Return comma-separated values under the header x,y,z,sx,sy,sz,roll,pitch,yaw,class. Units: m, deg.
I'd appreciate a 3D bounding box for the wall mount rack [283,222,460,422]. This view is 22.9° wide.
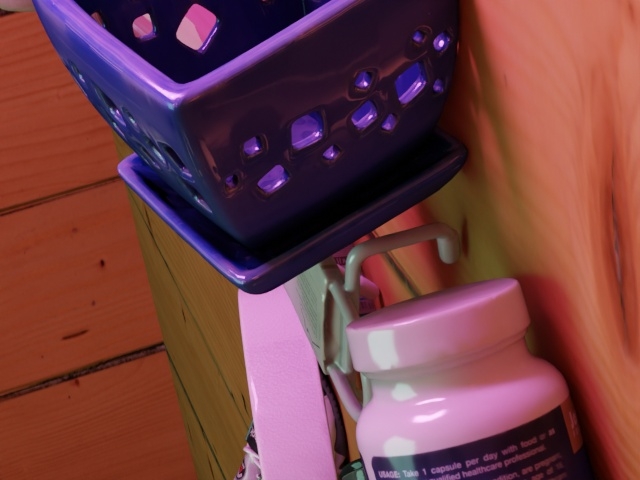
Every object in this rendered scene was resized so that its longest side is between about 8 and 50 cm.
x,y,z,sx,sy,sz,roll,pitch,yaw,class
0.031,0.033,1.366,0.304,0.130,0.350,90,161,-47,wall mount rack

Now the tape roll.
x,y,z,sx,sy,sz,roll,pitch,yaw,class
-0.021,0.230,1.597,0.392,0.072,0.392,170,90,-89,tape roll

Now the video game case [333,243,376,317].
x,y,z,sx,sy,sz,roll,pitch,yaw,class
0.000,0.000,1.550,0.119,0.015,0.166,-2,-108,-63,video game case

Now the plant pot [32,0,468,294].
x,y,z,sx,sy,sz,roll,pitch,yaw,class
-0.040,-0.114,1.144,0.236,0.236,0.212,38,153,46,plant pot

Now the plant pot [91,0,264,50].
x,y,z,sx,sy,sz,roll,pitch,yaw,class
-0.114,-0.242,1.511,0.180,0.201,0.201,51,160,23,plant pot

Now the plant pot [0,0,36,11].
x,y,z,sx,sy,sz,roll,pitch,yaw,class
-0.287,-0.407,1.532,0.305,0.333,0.334,103,151,-42,plant pot

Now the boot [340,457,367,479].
x,y,z,sx,sy,sz,roll,pitch,yaw,class
0.075,0.316,1.592,0.338,0.118,0.223,118,139,-68,boot

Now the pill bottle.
x,y,z,sx,sy,sz,roll,pitch,yaw,class
0.111,0.168,1.087,0.153,0.153,0.265,-172,65,-77,pill bottle

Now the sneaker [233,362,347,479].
x,y,z,sx,sy,sz,roll,pitch,yaw,class
-0.045,0.263,1.995,0.122,0.146,0.331,-132,28,-67,sneaker
